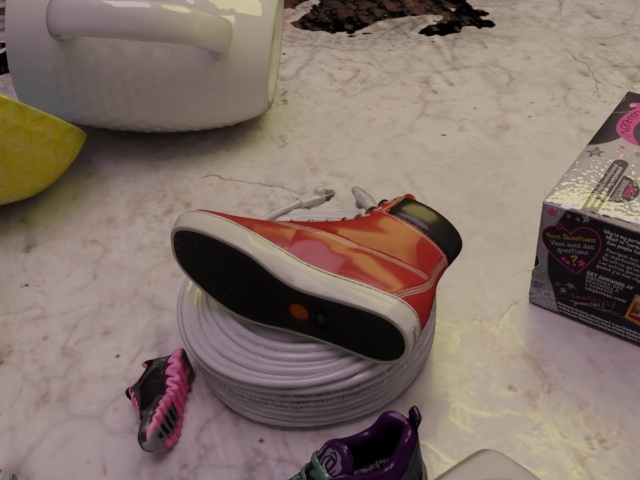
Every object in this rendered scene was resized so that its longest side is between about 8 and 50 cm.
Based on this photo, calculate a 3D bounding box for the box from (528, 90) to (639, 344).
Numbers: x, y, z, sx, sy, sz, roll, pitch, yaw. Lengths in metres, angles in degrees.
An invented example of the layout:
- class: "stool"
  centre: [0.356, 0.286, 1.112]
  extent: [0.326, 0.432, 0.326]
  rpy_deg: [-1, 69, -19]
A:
- class: "box"
  centre: [0.345, -0.030, 0.813]
  extent: [0.163, 0.142, 0.247]
  rpy_deg: [22, 46, 29]

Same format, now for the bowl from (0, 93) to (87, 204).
- class: "bowl"
  centre: [-0.455, -0.112, 0.961]
  extent: [0.289, 0.289, 0.156]
  rpy_deg: [18, 87, 25]

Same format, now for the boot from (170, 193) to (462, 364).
- class: "boot"
  centre: [0.000, 0.000, 0.720]
  extent: [0.244, 0.088, 0.176]
  rpy_deg: [20, 45, 15]

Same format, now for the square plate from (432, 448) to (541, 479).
- class: "square plate"
  centre: [0.135, 0.278, 0.451]
  extent: [0.343, 0.049, 0.347]
  rpy_deg: [-14, 37, -41]

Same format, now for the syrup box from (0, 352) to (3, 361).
- class: "syrup box"
  centre: [-0.439, 0.058, 0.823]
  extent: [0.093, 0.096, 0.236]
  rpy_deg: [-31, 47, -28]

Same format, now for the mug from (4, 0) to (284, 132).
- class: "mug"
  centre: [-0.224, -0.277, 1.035]
  extent: [0.327, 0.277, 0.374]
  rpy_deg: [7, 9, 0]

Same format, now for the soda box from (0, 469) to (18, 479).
- class: "soda box"
  centre: [-0.336, 0.211, 0.650]
  extent: [0.183, 0.063, 0.058]
  rpy_deg: [11, 42, 18]

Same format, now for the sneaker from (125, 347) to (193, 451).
- class: "sneaker"
  centre: [-0.157, 0.151, 0.725]
  extent: [0.057, 0.047, 0.119]
  rpy_deg: [-7, 31, 8]

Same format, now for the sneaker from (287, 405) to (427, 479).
- class: "sneaker"
  centre: [-0.016, 0.200, 0.602]
  extent: [0.223, 0.098, 0.083]
  rpy_deg: [-25, 43, -23]

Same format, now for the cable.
- class: "cable"
  centre: [-0.013, 0.066, 0.776]
  extent: [0.257, 0.089, 0.257]
  rpy_deg: [-20, 43, -18]
